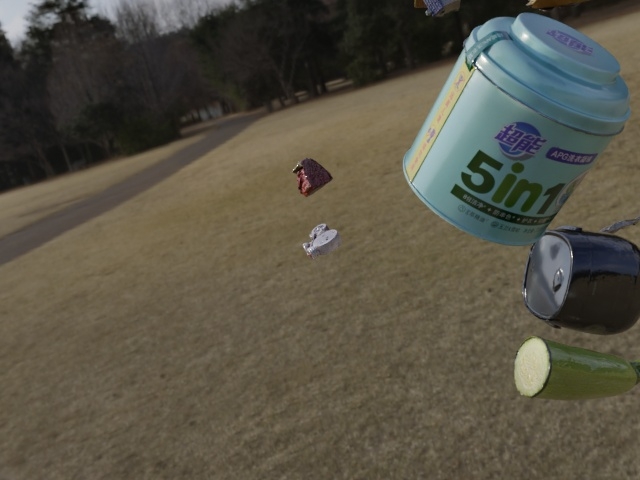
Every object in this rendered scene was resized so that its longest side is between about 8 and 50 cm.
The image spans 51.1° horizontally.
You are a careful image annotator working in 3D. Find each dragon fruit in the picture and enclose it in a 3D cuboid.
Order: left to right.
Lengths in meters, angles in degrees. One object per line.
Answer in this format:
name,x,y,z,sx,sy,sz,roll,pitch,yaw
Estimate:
dragon fruit,-0.041,-0.195,2.079,0.083,0.106,0.162,-37,1,33

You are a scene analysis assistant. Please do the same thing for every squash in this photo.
squash,0.414,0.197,1.024,0.224,0.094,0.094,5,11,-15

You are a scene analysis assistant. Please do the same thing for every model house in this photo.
model house,0.313,-0.653,1.820,0.100,0.101,0.088,-28,-11,-3

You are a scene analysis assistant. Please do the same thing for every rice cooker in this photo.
rice cooker,0.618,0.092,1.564,0.224,0.267,0.267,7,12,-11

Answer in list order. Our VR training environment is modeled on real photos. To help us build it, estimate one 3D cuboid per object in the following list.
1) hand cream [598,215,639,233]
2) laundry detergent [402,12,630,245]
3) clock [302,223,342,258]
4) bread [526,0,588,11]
hand cream,0.838,-0.010,1.958,0.257,0.050,0.084,-30,-18,-12
laundry detergent,0.328,-0.195,1.114,0.287,0.305,0.287,16,38,-13
clock,0.000,0.000,1.558,0.087,0.041,0.129,-33,22,-1
bread,0.541,-0.570,1.483,0.160,0.169,0.140,-42,27,43
